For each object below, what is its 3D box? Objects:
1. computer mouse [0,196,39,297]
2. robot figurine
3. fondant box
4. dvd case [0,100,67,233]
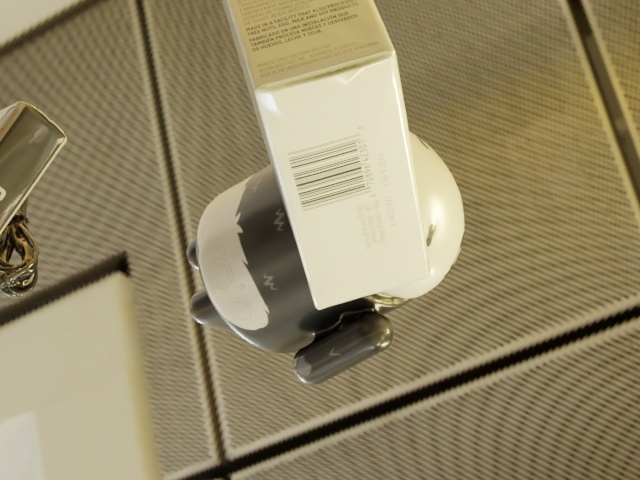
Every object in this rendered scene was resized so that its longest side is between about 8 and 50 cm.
[{"bbox_3d":[-0.353,0.028,1.077,0.262,0.060,0.184,-15,-141,-16],"label":"computer mouse"},{"bbox_3d":[0.002,0.002,1.216,0.278,0.173,0.209,-27,-84,37],"label":"robot figurine"},{"bbox_3d":[-0.017,-0.150,0.991,0.096,0.238,0.330,-16,-130,-1],"label":"fondant box"},{"bbox_3d":[-0.212,0.029,0.591,0.239,0.029,0.179,-6,-131,58],"label":"dvd case"}]
